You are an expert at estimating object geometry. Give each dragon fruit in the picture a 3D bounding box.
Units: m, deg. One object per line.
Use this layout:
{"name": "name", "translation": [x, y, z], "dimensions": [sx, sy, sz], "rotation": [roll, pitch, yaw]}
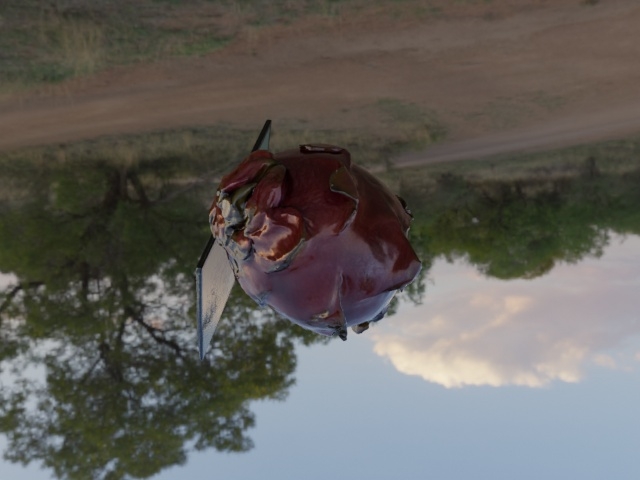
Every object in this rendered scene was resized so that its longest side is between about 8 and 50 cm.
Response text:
{"name": "dragon fruit", "translation": [0.002, 0.002, 0.807], "dimensions": [0.250, 0.315, 0.250], "rotation": [-28, -150, 17]}

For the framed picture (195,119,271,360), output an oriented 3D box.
{"name": "framed picture", "translation": [-0.137, -0.004, 1.019], "dimensions": [0.013, 0.244, 0.324], "rotation": [16, -130, 3]}
